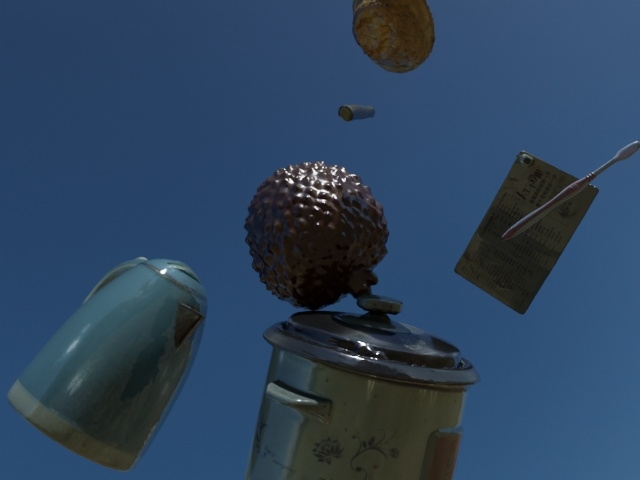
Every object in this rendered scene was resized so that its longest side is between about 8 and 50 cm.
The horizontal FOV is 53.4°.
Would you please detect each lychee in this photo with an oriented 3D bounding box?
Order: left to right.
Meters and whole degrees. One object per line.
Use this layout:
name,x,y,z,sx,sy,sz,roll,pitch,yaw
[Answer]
lychee,0.000,0.000,0.872,0.200,0.238,0.200,-33,-23,-16

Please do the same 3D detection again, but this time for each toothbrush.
toothbrush,0.300,-0.057,0.769,0.193,0.013,0.019,-37,-18,12

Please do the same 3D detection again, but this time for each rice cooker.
rice cooker,0.048,0.212,0.776,0.316,0.264,0.317,-12,-74,-46

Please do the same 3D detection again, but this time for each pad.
pad,0.370,-0.014,1.170,0.009,0.159,0.265,0,-60,-58

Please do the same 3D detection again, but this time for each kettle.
kettle,-0.357,0.176,1.131,0.342,0.319,0.247,-58,-42,-15

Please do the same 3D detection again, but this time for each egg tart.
egg tart,0.084,-0.267,0.800,0.049,0.128,0.129,-42,-42,-34

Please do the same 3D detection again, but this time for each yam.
yam,0.071,-0.237,1.169,0.027,0.033,0.129,-47,-8,26
